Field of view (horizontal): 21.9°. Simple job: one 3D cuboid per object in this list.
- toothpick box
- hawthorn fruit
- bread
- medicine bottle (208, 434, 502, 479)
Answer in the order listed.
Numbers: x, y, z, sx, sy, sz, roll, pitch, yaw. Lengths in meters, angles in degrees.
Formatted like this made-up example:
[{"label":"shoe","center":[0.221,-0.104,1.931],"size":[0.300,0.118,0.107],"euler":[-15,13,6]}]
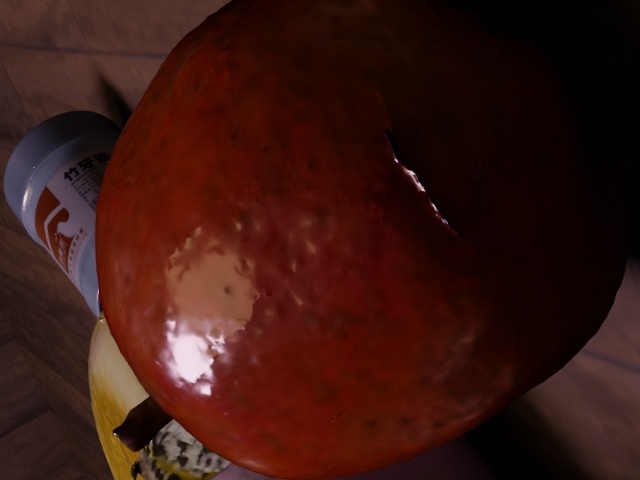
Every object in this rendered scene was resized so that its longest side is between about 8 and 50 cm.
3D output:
[{"label":"toothpick box","center":[-0.147,-0.012,1.160],"size":[0.153,0.101,0.101],"euler":[45,156,42]},{"label":"hawthorn fruit","center":[0.000,0.000,0.583],"size":[0.185,0.202,0.185],"euler":[45,-173,-8]},{"label":"bread","center":[-0.065,0.091,1.032],"size":[0.260,0.158,0.156],"euler":[161,91,-73]},{"label":"medicine bottle","center":[0.067,0.254,0.779],"size":[0.325,0.212,0.212],"euler":[54,161,28]}]
